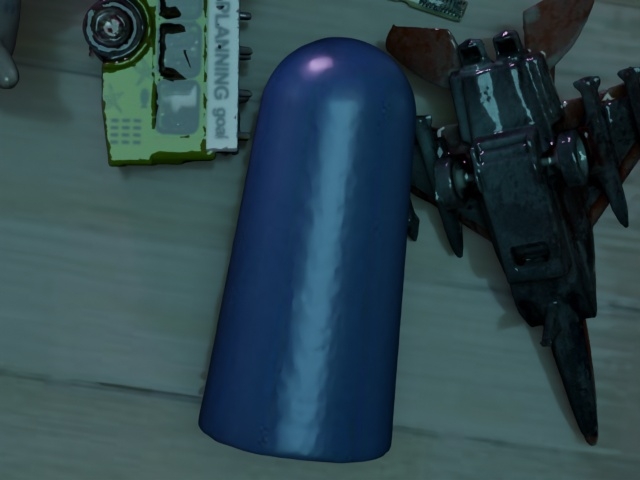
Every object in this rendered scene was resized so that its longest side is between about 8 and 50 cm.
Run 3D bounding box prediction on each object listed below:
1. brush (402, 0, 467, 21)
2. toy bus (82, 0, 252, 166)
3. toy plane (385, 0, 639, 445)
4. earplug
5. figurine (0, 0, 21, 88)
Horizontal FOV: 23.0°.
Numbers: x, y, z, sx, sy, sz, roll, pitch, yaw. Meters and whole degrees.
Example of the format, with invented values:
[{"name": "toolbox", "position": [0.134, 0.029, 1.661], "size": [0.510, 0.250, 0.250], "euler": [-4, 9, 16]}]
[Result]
[{"name": "brush", "position": [0.065, -0.178, 1.133], "size": [0.083, 0.013, 0.016], "euler": [17, 91, -3]}, {"name": "toy bus", "position": [-0.091, -0.200, 1.074], "size": [0.139, 0.113, 0.302], "euler": [1, 93, -4]}, {"name": "toy plane", "position": [0.151, -0.005, 1.096], "size": [0.222, 0.104, 0.326], "euler": [-11, 95, 22]}, {"name": "earplug", "position": [0.000, 0.000, 1.056], "size": [0.132, 0.132, 0.273], "euler": [7, 96, -5]}, {"name": "figurine", "position": [-0.165, -0.230, 0.950], "size": [0.338, 0.204, 0.284], "euler": [2, 89, 26]}]
